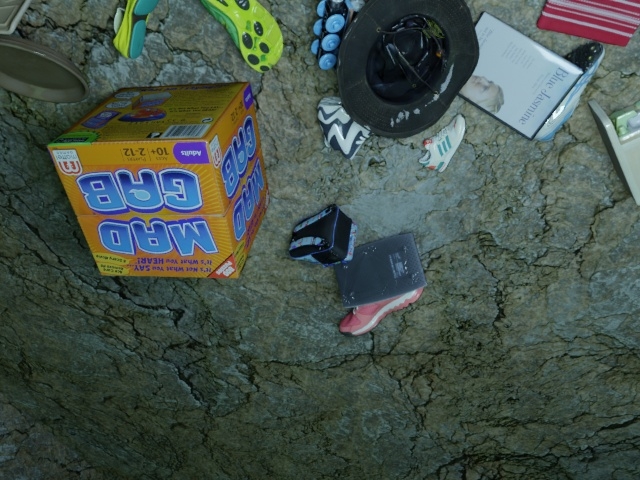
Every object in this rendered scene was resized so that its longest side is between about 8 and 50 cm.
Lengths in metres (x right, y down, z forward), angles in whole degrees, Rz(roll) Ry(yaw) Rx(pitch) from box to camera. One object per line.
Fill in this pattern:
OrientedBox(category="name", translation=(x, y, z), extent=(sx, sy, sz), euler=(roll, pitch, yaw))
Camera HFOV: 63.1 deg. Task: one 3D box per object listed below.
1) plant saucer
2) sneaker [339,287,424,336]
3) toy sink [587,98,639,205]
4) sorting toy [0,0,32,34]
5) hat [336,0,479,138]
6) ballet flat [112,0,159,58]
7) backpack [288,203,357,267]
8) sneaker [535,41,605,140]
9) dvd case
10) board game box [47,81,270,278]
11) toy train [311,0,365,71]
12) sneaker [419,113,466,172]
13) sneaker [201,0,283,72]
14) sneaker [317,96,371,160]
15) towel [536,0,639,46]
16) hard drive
OrientedBox(category="plant saucer", translation=(-0.712, -0.418, 1.278), extent=(0.278, 0.041, 0.278), euler=(6, 168, 1))
OrientedBox(category="sneaker", translation=(0.161, 0.175, 1.606), extent=(0.314, 0.116, 0.136), euler=(-38, 101, 23))
OrientedBox(category="toy sink", translation=(0.723, -0.228, 1.175), extent=(0.131, 0.152, 0.234), euler=(-26, 116, 25))
OrientedBox(category="sorting toy", translation=(-0.755, -0.542, 1.206), extent=(0.208, 0.192, 0.038), euler=(3, 151, 10))
OrientedBox(category="hat", translation=(0.172, -0.403, 1.152), extent=(0.332, 0.134, 0.331), euler=(-7, 120, -13))
OrientedBox(category="ballet flat", translation=(-0.435, -0.537, 1.217), extent=(0.077, 0.077, 0.231), euler=(39, 126, 3))
OrientedBox(category="backpack", translation=(0.000, 0.000, 1.471), extent=(0.173, 0.158, 0.117), euler=(-18, 139, 37))
OrientedBox(category="sneaker", translation=(0.557, -0.333, 1.181), extent=(0.086, 0.085, 0.237), euler=(8, 128, -27))
OrientedBox(category="dvd case", translation=(0.419, -0.363, 1.164), extent=(0.253, 0.022, 0.180), euler=(35, 125, 8))
OrientedBox(category="board game box", translation=(-0.356, -0.156, 1.293), extent=(0.357, 0.356, 0.356), euler=(0, 126, 10))
OrientedBox(category="toy train", translation=(0.043, -0.452, 1.140), extent=(0.105, 0.080, 0.184), euler=(-13, 151, -18))
OrientedBox(category="sneaker", translation=(0.300, -0.245, 1.296), extent=(0.075, 0.057, 0.161), euler=(15, 129, -7))
OrientedBox(category="sneaker", translation=(-0.184, -0.514, 1.171), extent=(0.109, 0.123, 0.295), euler=(-36, 132, 4))
OrientedBox(category="sneaker", translation=(0.110, -0.269, 1.293), extent=(0.235, 0.094, 0.153), euler=(3, 127, 9))
OrientedBox(category="towel", translation=(0.577, -0.524, 1.026), extent=(0.199, 0.031, 0.274), euler=(13, 140, 1))
OrientedBox(category="hard drive", translation=(0.171, 0.090, 1.507), extent=(0.255, 0.054, 0.171), euler=(-19, 77, 20))
